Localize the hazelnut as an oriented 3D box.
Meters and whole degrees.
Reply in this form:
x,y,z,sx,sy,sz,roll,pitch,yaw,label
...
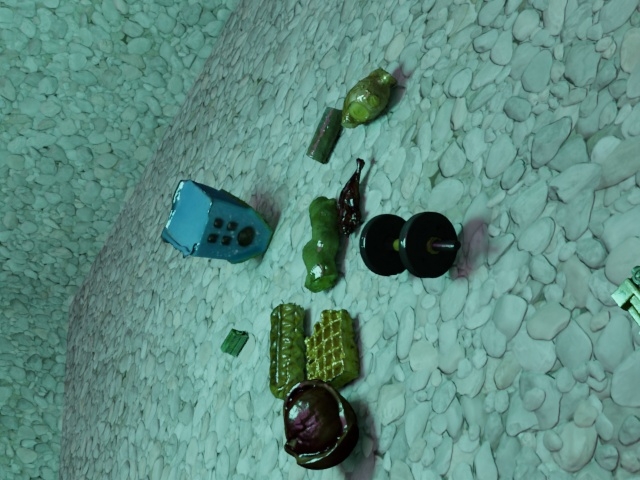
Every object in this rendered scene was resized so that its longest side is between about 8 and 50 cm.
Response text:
x,y,z,sx,sy,sz,roll,pitch,yaw,label
0.000,0.414,1.651,0.170,0.160,0.202,-63,24,9,hazelnut

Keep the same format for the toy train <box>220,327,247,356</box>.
x,y,z,sx,sy,sz,roll,pitch,yaw,label
-0.266,0.312,2.268,0.093,0.056,0.038,-57,30,20,toy train

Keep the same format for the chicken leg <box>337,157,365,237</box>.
x,y,z,sx,sy,sz,roll,pitch,yaw,label
0.083,-0.109,1.953,0.089,0.048,0.219,-20,55,50,chicken leg

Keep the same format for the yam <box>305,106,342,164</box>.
x,y,z,sx,sy,sz,roll,pitch,yaw,label
0.016,-0.313,2.179,0.169,0.068,0.068,-64,29,8,yam

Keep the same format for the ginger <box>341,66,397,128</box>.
x,y,z,sx,sy,sz,roll,pitch,yaw,label
0.130,-0.386,1.998,0.216,0.102,0.157,-36,20,49,ginger

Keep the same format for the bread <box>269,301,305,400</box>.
x,y,z,sx,sy,sz,roll,pitch,yaw,label
-0.088,0.295,1.950,0.087,0.098,0.269,78,-171,-56,bread

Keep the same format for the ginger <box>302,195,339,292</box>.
x,y,z,sx,sy,sz,roll,pitch,yaw,label
-0.001,0.004,1.989,0.137,0.089,0.290,129,147,-64,ginger

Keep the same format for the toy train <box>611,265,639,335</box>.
x,y,z,sx,sy,sz,roll,pitch,yaw,label
0.500,0.094,1.121,0.081,0.050,0.122,-57,32,30,toy train

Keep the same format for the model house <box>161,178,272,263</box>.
x,y,z,sx,sy,sz,roll,pitch,yaw,label
-0.313,-0.055,2.348,0.237,0.303,0.216,32,108,50,model house

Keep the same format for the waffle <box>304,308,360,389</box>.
x,y,z,sx,sy,sz,roll,pitch,yaw,label
0.023,0.264,1.811,0.160,0.055,0.211,-42,40,38,waffle

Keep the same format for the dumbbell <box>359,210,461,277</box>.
x,y,z,sx,sy,sz,roll,pitch,yaw,label
0.188,0.010,1.602,0.325,0.143,0.143,-1,71,59,dumbbell
